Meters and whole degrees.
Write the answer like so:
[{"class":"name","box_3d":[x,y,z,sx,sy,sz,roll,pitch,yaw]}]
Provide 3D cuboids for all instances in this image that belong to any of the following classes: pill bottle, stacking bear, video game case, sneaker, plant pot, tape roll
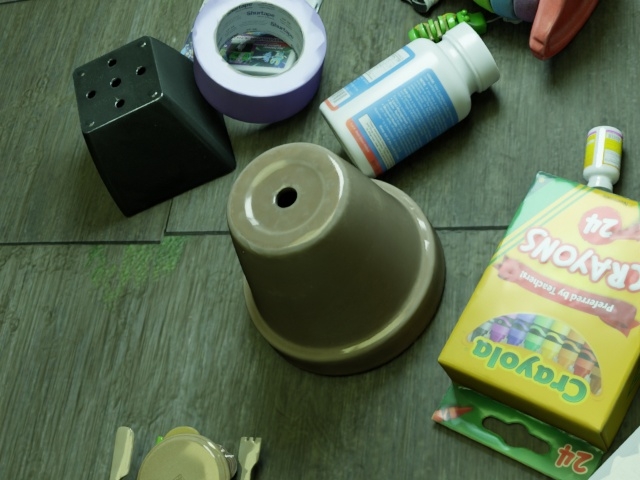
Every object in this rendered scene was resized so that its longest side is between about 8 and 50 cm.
[{"class":"pill bottle","box_3d":[0.345,-0.095,1.236,0.043,0.043,0.083,2,64,23]},{"class":"stacking bear","box_3d":[0.230,-0.391,1.358,0.289,0.175,0.164,31,41,24]},{"class":"video game case","box_3d":[-0.106,-0.335,1.568,0.201,0.023,0.183,9,66,25]},{"class":"pill bottle","box_3d":[0.120,-0.187,1.331,0.221,0.124,0.124,-33,55,2]},{"class":"sneaker","box_3d":[0.137,-0.375,1.486,0.043,0.040,0.109,-32,57,-17]},{"class":"plant pot","box_3d":[0.000,0.000,1.213,0.263,0.229,0.263,-10,58,16]},{"class":"tape roll","box_3d":[-0.088,-0.268,1.444,0.189,0.080,0.189,2,68,-6]},{"class":"plant pot","box_3d":[-0.255,-0.180,1.455,0.188,0.167,0.187,-23,56,10]}]

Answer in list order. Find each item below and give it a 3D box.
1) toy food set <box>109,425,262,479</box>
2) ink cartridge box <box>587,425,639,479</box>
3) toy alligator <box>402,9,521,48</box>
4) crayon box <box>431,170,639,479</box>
[{"class":"toy food set","box_3d":[-0.165,0.295,1.237,0.192,0.038,0.132,2,70,17]},{"class":"ink cartridge box","box_3d":[0.318,0.283,1.024,0.209,0.062,0.109,-44,56,-5]},{"class":"toy alligator","box_3d":[0.189,-0.298,1.408,0.189,0.051,0.056,-19,57,11]},{"class":"crayon box","box_3d":[0.274,0.094,1.137,0.202,0.081,0.319,21,73,30]}]
